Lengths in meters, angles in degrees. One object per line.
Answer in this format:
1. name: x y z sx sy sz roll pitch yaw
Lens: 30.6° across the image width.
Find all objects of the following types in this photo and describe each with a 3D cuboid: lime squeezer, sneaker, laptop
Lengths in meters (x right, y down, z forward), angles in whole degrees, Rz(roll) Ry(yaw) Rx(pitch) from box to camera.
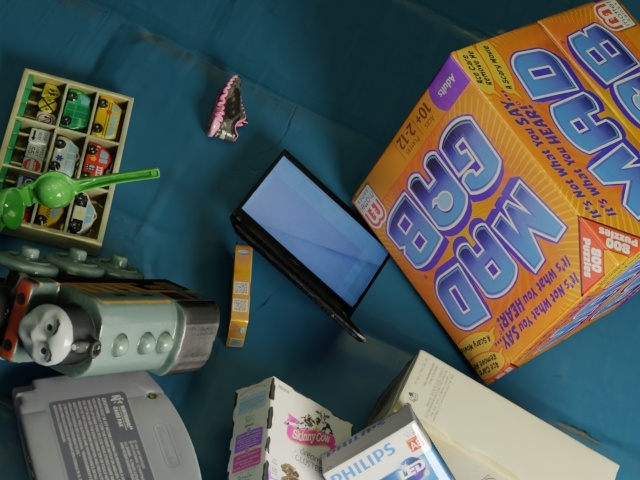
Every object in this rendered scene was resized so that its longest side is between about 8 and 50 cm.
1. lime squeezer: -0.367 -0.054 1.555 0.310 0.110 0.059 -29 112 -36
2. sneaker: -0.137 -0.202 1.812 0.057 0.047 0.119 24 62 -14
3. laptop: 0.000 0.000 1.647 0.234 0.264 0.136 41 90 -8

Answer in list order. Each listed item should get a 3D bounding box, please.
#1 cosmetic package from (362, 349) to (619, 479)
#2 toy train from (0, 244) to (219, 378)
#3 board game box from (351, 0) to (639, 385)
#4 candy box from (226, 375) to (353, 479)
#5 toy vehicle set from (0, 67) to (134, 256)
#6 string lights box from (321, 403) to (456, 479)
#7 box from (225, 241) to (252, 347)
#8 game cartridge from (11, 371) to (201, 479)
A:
1. cosmetic package: 0.219 0.293 1.569 0.309 0.160 0.113 31 54 1
2. toy train: -0.271 0.095 1.428 0.190 0.142 0.334 19 5 26
3. board game box: 0.336 -0.076 1.705 0.356 0.356 0.356 -24 70 -35
4. candy box: -0.037 0.296 1.473 0.165 0.070 0.196 36 42 -36
5. toy vehicle set: -0.372 -0.115 1.671 0.166 0.035 0.267 14 56 -12
6. string lights box: 0.123 0.351 1.457 0.133 0.077 0.260 -32 99 4
7. box: -0.112 0.071 1.625 0.028 0.081 0.136 7 58 -6
8. game cartridge: -0.250 0.273 1.411 0.196 0.060 0.294 -9 41 -19
